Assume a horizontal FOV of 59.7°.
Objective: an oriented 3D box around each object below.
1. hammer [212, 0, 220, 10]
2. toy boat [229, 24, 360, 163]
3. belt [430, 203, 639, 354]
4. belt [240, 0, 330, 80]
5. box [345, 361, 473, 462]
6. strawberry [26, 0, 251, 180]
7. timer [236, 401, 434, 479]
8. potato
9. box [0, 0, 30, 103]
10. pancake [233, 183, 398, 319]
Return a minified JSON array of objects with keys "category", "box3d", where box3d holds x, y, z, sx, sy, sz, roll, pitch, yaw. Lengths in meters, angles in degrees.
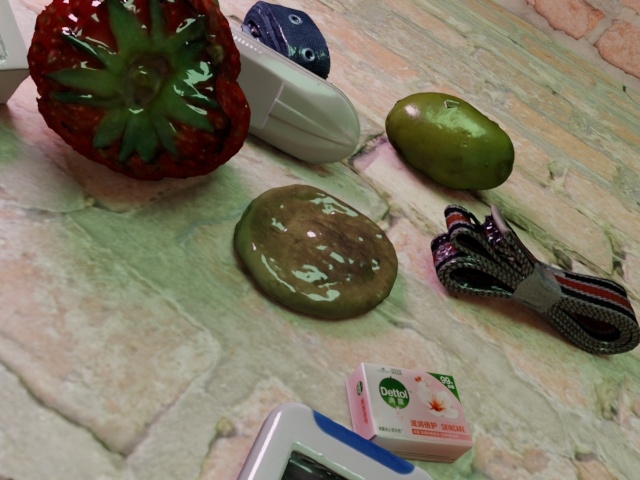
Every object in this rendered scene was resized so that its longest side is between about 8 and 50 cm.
[{"category":"hammer","box3d":[-0.291,-0.341,0.756,0.305,0.202,0.113,-2,84,-65]},{"category":"toy boat","box3d":[-0.063,-0.223,0.888,0.269,0.141,0.140,25,39,-11]},{"category":"belt","box3d":[0.329,0.066,0.845,0.359,0.126,0.094,28,28,-13]},{"category":"belt","box3d":[-0.079,-0.353,1.020,0.128,0.122,0.218,-2,50,-31]},{"category":"box","box3d":[0.095,0.188,0.608,0.125,0.043,0.089,13,41,-22]},{"category":"strawberry","box3d":[-0.217,-0.198,0.693,0.239,0.250,0.288,-11,24,-13]},{"category":"timer","box3d":[-0.006,0.265,0.431,0.178,0.078,0.253,29,37,1]},{"category":"potato","box3d":[0.243,-0.187,1.031,0.253,0.148,0.186,23,41,-12]},{"category":"box","box3d":[-0.484,-0.242,0.577,0.274,0.116,0.203,-24,95,-46]},{"category":"pancake","box3d":[0.000,0.000,0.745,0.242,0.050,0.242,19,39,-16]}]
